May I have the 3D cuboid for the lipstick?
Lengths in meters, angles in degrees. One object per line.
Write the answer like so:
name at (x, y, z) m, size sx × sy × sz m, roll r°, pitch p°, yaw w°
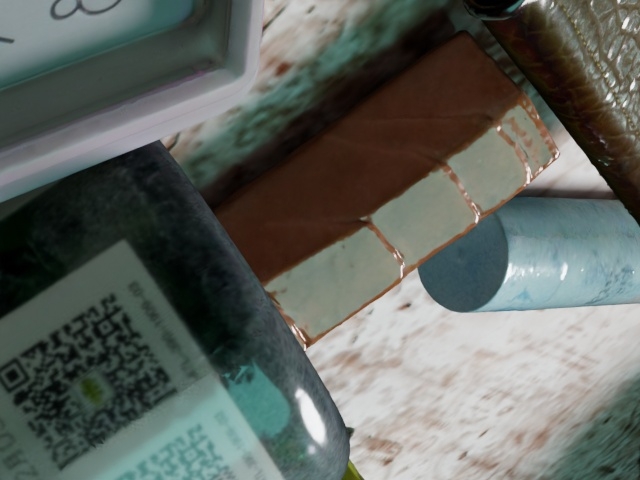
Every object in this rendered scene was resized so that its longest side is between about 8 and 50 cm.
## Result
lipstick at (0.106, 0.005, 0.815) m, size 0.158 × 0.048 × 0.048 m, roll 0°, pitch 136°, yaw -49°

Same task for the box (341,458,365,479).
box at (-0.095, 0.212, 0.886) m, size 0.261 × 0.062 × 0.175 m, roll -21°, pitch 149°, yaw -29°

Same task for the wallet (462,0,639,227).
wallet at (0.122, -0.091, 0.676) m, size 0.133 × 0.039 × 0.243 m, roll -58°, pitch 151°, yaw -2°

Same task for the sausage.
sausage at (0.000, 0.000, 0.667) m, size 0.169 × 0.065 × 0.065 m, roll -36°, pitch 153°, yaw 1°

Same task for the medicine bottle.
medicine bottle at (-0.145, 0.089, 0.552) m, size 0.293 × 0.141 × 0.141 m, roll -34°, pitch 153°, yaw -6°

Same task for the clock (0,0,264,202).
clock at (-0.082, -0.090, 0.434) m, size 0.150 × 0.063 × 0.197 m, roll -23°, pitch 150°, yaw -23°
